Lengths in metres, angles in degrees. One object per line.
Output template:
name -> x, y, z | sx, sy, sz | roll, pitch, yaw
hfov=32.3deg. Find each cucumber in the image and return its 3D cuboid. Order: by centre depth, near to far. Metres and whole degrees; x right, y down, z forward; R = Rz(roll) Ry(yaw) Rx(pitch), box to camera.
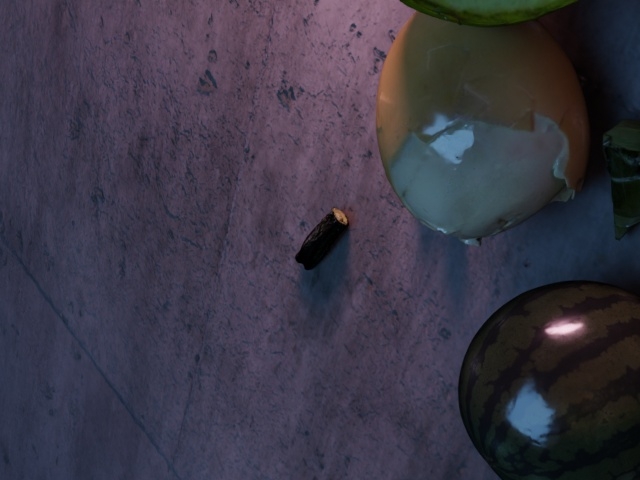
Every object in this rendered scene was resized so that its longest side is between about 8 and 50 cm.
cucumber -> -0.002, 0.001, 1.425 | 0.033, 0.034, 0.135 | 58, 139, 16

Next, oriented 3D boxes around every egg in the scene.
egg -> 0.150, -0.123, 1.058 | 0.201, 0.201, 0.244 | -25, 70, 52

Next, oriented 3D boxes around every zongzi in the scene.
zongzi -> 0.310, -0.044, 0.997 | 0.109, 0.055, 0.119 | 17, 125, 47

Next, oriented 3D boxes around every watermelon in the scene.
watermelon -> 0.235, 0.139, 1.015 | 0.212, 0.212, 0.212 | 19, 115, 49

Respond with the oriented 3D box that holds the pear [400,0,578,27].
pear -> 0.168, -0.295, 0.993 | 0.139, 0.288, 0.239 | 57, -173, -32
